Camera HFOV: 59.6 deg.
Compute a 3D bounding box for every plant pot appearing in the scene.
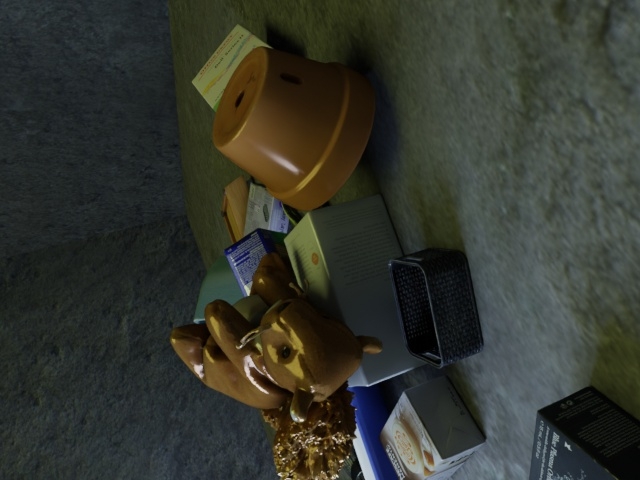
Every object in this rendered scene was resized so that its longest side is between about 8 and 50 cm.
[{"bbox_3d":[-0.068,-0.224,1.049,0.291,0.203,0.291,-36,43,43],"label":"plant pot"},{"bbox_3d":[-0.263,0.181,1.951,0.247,0.248,0.252,46,-142,-56],"label":"plant pot"}]

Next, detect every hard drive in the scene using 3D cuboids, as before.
[{"bbox_3d":[0.109,0.402,1.301,0.210,0.040,0.319,9,-120,-69],"label":"hard drive"}]

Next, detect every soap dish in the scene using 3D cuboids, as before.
[{"bbox_3d":[-0.272,-0.058,2.047,0.229,0.118,0.291,116,136,-62],"label":"soap dish"}]

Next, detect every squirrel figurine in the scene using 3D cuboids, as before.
[{"bbox_3d":[-0.034,0.233,1.006,0.370,0.281,0.397,-7,112,58],"label":"squirrel figurine"}]

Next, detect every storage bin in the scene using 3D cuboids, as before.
[{"bbox_3d":[0.195,0.111,0.954,0.122,0.084,0.180,-173,68,-69],"label":"storage bin"}]

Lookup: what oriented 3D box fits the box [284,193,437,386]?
[{"bbox_3d":[0.073,0.111,1.160,0.215,0.168,0.345,139,114,-68],"label":"box"}]

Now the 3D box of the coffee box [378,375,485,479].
[{"bbox_3d":[0.209,0.392,1.103,0.246,0.098,0.141,100,149,-50],"label":"coffee box"}]

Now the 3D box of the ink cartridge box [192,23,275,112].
[{"bbox_3d":[-0.203,-0.418,1.434,0.119,0.207,0.353,35,-170,-40],"label":"ink cartridge box"}]

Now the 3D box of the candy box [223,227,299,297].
[{"bbox_3d":[-0.066,0.140,1.381,0.317,0.122,0.268,64,-161,15],"label":"candy box"}]

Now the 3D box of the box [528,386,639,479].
[{"bbox_3d":[0.344,0.294,0.675,0.158,0.093,0.156,-140,39,-56],"label":"box"}]

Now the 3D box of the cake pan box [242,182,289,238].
[{"bbox_3d":[-0.178,-0.047,1.770,0.267,0.070,0.246,26,108,64],"label":"cake pan box"}]

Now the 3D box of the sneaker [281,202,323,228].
[{"bbox_3d":[0.000,0.000,1.408,0.121,0.111,0.300,72,175,-67],"label":"sneaker"}]

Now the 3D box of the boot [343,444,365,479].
[{"bbox_3d":[0.144,0.692,1.458,0.260,0.131,0.348,38,133,54],"label":"boot"}]
